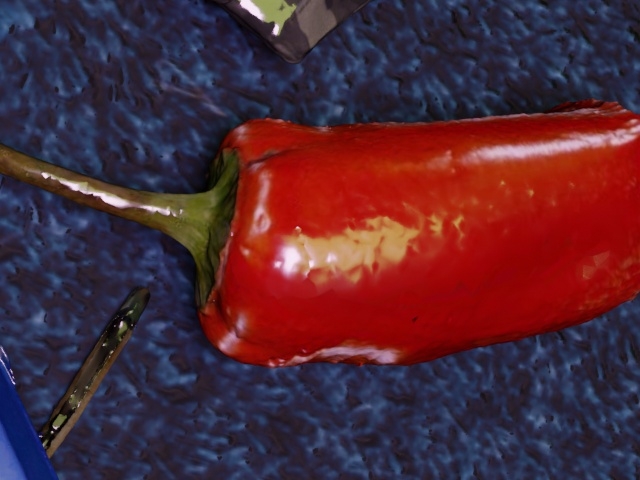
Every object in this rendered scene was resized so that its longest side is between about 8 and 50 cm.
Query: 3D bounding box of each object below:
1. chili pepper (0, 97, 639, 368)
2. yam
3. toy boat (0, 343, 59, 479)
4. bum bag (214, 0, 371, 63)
[{"bbox_3d":[0.002,0.003,0.964,0.338,0.134,0.131,-5,100,-23],"label":"chili pepper"},{"bbox_3d":[-0.115,0.068,0.975,0.014,0.014,0.107,36,73,-14],"label":"yam"},{"bbox_3d":[-0.233,0.031,0.904,0.129,0.088,0.295,-26,84,-21],"label":"toy boat"},{"bbox_3d":[-0.094,-0.209,0.969,0.340,0.095,0.144,30,68,-22],"label":"bum bag"}]
